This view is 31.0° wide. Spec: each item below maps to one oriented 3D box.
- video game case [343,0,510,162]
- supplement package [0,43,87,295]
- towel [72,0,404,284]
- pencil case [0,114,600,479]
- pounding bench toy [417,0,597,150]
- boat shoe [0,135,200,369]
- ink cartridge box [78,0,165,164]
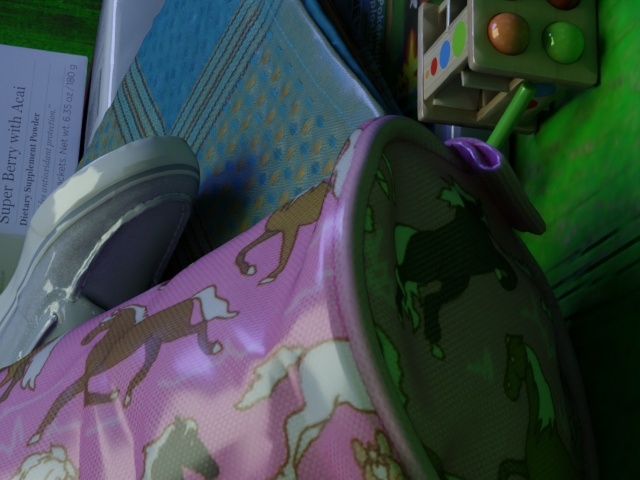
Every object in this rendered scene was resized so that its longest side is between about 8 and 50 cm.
[{"bbox_3d":[0.000,0.000,0.624,0.300,0.036,0.329,-15,69,61],"label":"video game case"},{"bbox_3d":[-0.354,-0.059,0.961,0.175,0.293,0.177,125,148,-63],"label":"supplement package"},{"bbox_3d":[-0.086,0.009,0.648,0.370,0.040,0.271,-55,39,30],"label":"towel"},{"bbox_3d":[-0.081,0.096,0.458,0.386,0.160,0.167,-25,77,31],"label":"pencil case"},{"bbox_3d":[0.074,-0.065,0.455,0.065,0.052,0.083,138,136,-68],"label":"pounding bench toy"},{"bbox_3d":[-0.118,0.042,0.596,0.227,0.079,0.081,-48,63,34],"label":"boat shoe"},{"bbox_3d":[-0.117,0.006,0.930,0.279,0.160,0.384,134,140,-65],"label":"ink cartridge box"}]
